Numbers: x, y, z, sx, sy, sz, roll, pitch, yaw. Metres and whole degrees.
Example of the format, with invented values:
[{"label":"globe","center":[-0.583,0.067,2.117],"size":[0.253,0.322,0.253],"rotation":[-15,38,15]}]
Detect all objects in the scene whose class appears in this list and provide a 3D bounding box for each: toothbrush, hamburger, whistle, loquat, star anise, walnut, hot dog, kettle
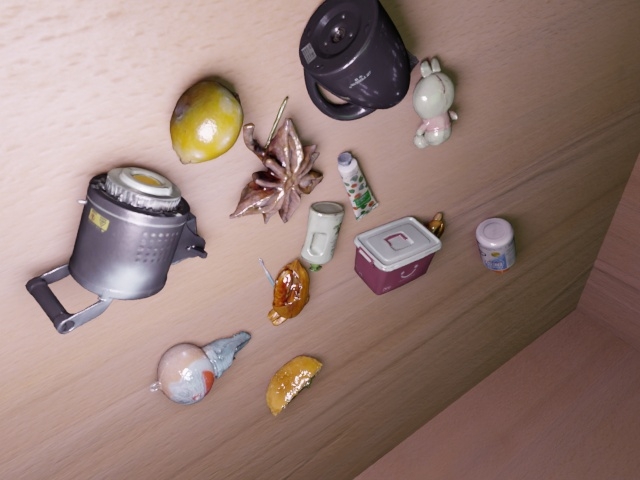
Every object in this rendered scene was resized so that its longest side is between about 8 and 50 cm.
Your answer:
[{"label":"toothbrush","center":[-0.165,0.115,1.331],"size":[0.011,0.014,0.167],"rotation":[-21,134,-1]},{"label":"hamburger","center":[-0.111,0.542,1.608],"size":[0.262,0.131,0.124],"rotation":[-42,171,-12]},{"label":"whistle","center":[-0.351,0.387,1.292],"size":[0.348,0.189,0.189],"rotation":[-20,132,-39]},{"label":"loquat","center":[-0.248,-0.247,0.899],"size":[0.195,0.152,0.152],"rotation":[-46,137,5]},{"label":"star anise","center":[-0.110,-0.172,1.085],"size":[0.349,0.109,0.292],"rotation":[-3,117,-56]},{"label":"walnut","center":[-0.094,0.156,1.344],"size":[0.116,0.116,0.207],"rotation":[1,110,-38]},{"label":"hot dog","center":[0.446,-0.041,1.655],"size":[0.090,0.060,0.140],"rotation":[-8,132,-38]},{"label":"kettle","center":[0.090,-0.413,1.030],"size":[0.268,0.207,0.290],"rotation":[-30,153,26]},{"label":"hot dog","center":[-0.107,0.227,1.436],"size":[0.165,0.045,0.071],"rotation":[-38,134,-9]}]

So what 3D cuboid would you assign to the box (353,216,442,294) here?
[{"label":"box","center":[0.264,0.056,1.499],"size":[0.294,0.193,0.167],"rotation":[-20,139,-26]}]

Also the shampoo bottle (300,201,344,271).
[{"label":"shampoo bottle","center":[0.000,0.000,1.318],"size":[0.118,0.087,0.234],"rotation":[-10,127,-35]}]

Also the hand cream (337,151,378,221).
[{"label":"hand cream","center":[0.115,-0.165,1.310],"size":[0.095,0.059,0.276],"rotation":[-38,141,-4]}]

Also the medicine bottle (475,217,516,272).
[{"label":"medicine bottle","center":[0.810,0.037,1.914],"size":[0.157,0.157,0.288],"rotation":[-41,137,-5]}]

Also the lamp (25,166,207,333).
[{"label":"lamp","center":[-0.417,-0.018,0.897],"size":[0.374,0.205,0.272],"rotation":[-27,141,-43]}]

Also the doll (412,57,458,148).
[{"label":"doll","center":[0.350,-0.402,1.267],"size":[0.155,0.113,0.275],"rotation":[-26,134,-16]}]

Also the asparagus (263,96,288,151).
[{"label":"asparagus","center":[-0.118,-0.289,1.067],"size":[0.166,0.013,0.016],"rotation":[-63,175,19]}]
